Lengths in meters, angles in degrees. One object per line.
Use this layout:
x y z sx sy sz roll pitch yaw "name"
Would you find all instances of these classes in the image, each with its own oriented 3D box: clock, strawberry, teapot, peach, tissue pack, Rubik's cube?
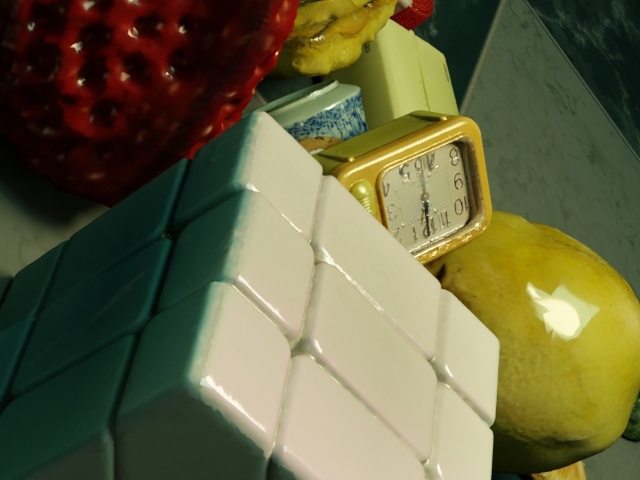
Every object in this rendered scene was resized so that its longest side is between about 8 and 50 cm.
0.078 -0.044 1.578 0.202 0.096 0.143 -26 113 -32 "clock"
-0.159 -0.215 1.361 0.295 0.345 0.317 -14 76 -58 "strawberry"
-0.011 -0.092 1.696 0.232 0.159 0.159 -32 92 -44 "teapot"
0.212 0.120 1.717 0.314 0.281 0.316 36 11 22 "peach"
0.095 -0.150 1.923 0.159 0.125 0.234 27 43 -45 "tissue pack"
-0.077 0.154 1.195 0.319 0.322 0.316 44 35 -25 "Rubik's cube"

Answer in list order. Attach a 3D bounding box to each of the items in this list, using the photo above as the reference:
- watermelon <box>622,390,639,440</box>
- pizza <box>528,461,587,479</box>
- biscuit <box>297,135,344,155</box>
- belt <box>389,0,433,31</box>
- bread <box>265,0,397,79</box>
0.488 0.164 2.214 0.256 0.260 0.176 57 10 -41 "watermelon"
0.278 0.216 1.980 0.181 0.034 0.262 30 42 -43 "pizza"
0.000 0.000 1.615 0.226 0.042 0.226 -12 109 -38 "biscuit"
0.069 -0.363 2.073 0.201 0.124 0.128 41 33 -32 "belt"
-0.014 -0.245 1.818 0.233 0.161 0.088 -31 109 -55 "bread"
